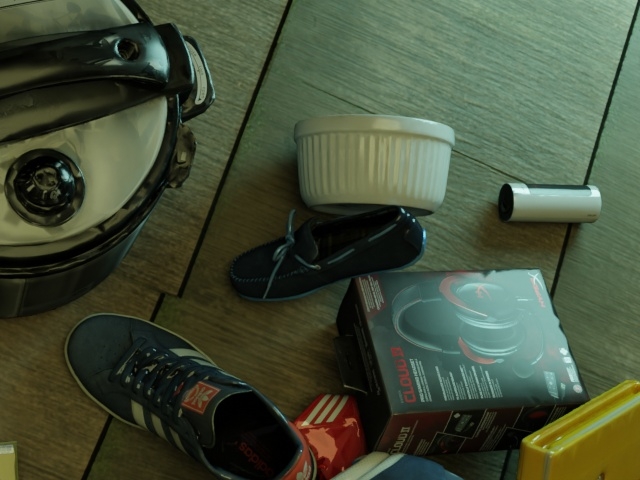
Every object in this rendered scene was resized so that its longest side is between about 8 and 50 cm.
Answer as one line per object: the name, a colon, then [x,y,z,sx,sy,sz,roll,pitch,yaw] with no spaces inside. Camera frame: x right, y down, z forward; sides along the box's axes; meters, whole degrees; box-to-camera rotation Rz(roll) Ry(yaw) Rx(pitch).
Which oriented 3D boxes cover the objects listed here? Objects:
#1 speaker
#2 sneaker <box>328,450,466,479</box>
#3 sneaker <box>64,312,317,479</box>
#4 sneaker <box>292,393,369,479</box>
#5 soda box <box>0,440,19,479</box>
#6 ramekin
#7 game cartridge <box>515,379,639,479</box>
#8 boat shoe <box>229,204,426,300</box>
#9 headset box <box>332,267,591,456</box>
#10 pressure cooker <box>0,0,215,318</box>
speaker: [0.318,-0.051,1.774,0.136,0.055,0.055,1,77,-16]
sneaker: [0.047,0.386,1.441,0.322,0.236,0.130,-56,140,-25]
sneaker: [-0.154,0.186,1.509,0.350,0.148,0.131,30,74,7]
sneaker: [0.009,0.297,1.599,0.128,0.087,0.221,11,62,-5]
soda box: [-0.443,0.269,1.473,0.181,0.061,0.058,-2,78,-17]
ramekin: [0.068,-0.091,1.636,0.207,0.207,0.109,3,86,-16]
game cartridge: [0.306,0.355,1.543,0.285,0.053,0.323,-14,117,-50]
boat shoe: [0.000,0.000,1.595,0.258,0.089,0.109,-18,47,13]
headset box: [0.160,0.152,1.609,0.293,0.110,0.218,-1,50,-16]
pressure cooker: [-0.337,-0.118,1.404,0.376,0.420,0.369,31,72,-7]
